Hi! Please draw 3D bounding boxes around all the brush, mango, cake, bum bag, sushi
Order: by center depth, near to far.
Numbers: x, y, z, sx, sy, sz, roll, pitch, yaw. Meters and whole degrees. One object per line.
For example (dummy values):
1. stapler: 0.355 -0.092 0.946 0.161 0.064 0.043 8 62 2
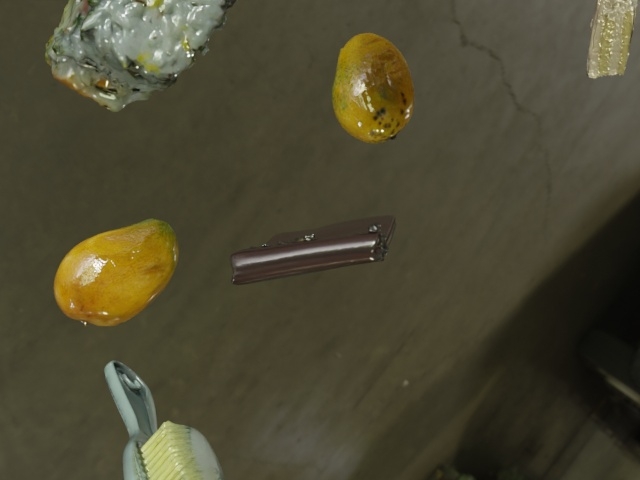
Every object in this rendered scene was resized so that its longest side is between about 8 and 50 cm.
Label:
1. bum bag: 0.000 0.000 0.741 0.159 0.109 0.026 -51 131 -78
2. brush: -0.114 0.150 0.747 0.060 0.297 0.068 -45 118 2
3. mango: 0.048 -0.143 0.933 0.078 0.114 0.057 0 154 -14
4. sushi: -0.173 -0.265 1.043 0.139 0.184 0.274 27 89 -25
5. cake: 0.338 -0.245 1.162 0.121 0.052 0.065 83 15 -45
6. mango: -0.253 0.044 1.263 0.165 0.089 0.115 -19 99 -20
